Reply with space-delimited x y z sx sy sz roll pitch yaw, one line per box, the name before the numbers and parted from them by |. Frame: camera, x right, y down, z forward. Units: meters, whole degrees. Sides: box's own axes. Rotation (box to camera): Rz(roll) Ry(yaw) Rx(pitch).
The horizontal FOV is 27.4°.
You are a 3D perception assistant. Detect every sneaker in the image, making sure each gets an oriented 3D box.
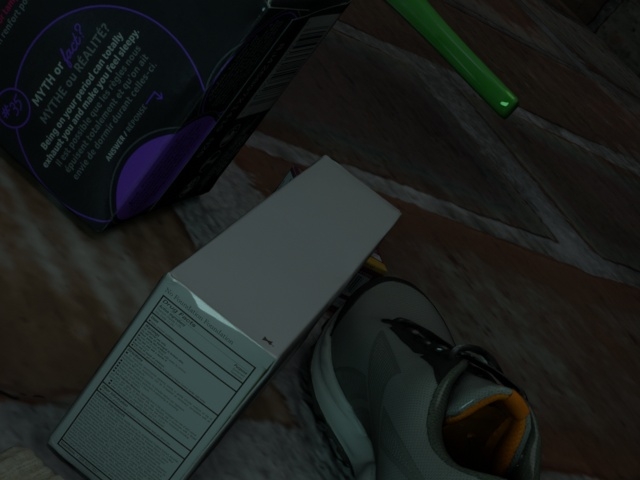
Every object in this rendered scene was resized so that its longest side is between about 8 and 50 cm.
sneaker | 0.060 0.090 0.651 0.100 0.108 0.271 30 21 -17

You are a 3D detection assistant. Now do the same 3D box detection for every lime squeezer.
lime squeezer | -0.004 -0.190 0.725 0.310 0.059 0.110 44 20 11

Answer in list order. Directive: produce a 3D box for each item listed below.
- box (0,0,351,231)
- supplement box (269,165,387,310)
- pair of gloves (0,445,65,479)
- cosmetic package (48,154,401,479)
box | -0.145 -0.159 0.737 0.270 0.165 0.143 42 21 6
supplement box | 0.000 0.000 0.820 0.055 0.043 0.083 26 25 -29
pair of gloves | -0.071 0.162 0.382 0.240 0.042 0.204 46 22 15
cosmetic package | -0.034 0.033 0.624 0.060 0.099 0.239 40 21 2
